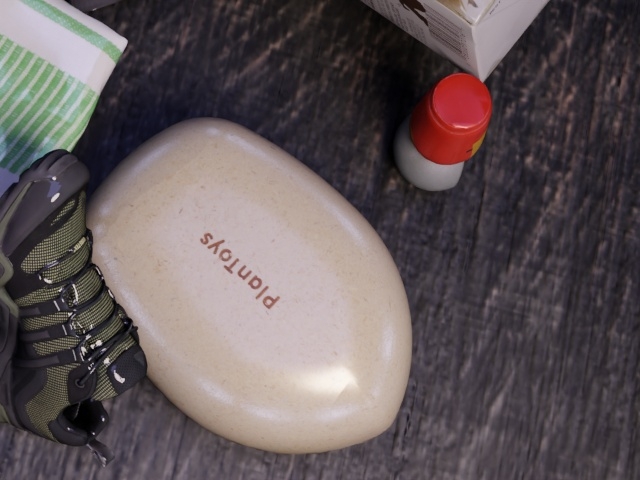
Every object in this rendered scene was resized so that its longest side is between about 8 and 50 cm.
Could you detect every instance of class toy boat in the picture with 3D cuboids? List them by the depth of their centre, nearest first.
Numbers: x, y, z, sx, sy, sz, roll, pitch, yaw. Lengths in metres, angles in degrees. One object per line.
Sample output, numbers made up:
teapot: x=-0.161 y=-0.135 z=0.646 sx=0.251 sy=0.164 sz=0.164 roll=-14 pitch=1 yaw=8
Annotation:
toy boat: x=0.000 y=0.000 z=0.880 sx=0.318 sy=0.148 sz=0.267 roll=-40 pitch=84 yaw=-11

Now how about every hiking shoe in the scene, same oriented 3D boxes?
hiking shoe: x=-0.157 y=0.045 z=0.781 sx=0.114 sy=0.226 sz=0.086 roll=23 pitch=38 yaw=10

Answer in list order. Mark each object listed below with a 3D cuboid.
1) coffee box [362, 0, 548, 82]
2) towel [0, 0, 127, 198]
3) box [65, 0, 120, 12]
coffee box: x=0.045 y=-0.273 z=0.854 sx=0.297 sy=0.119 sz=0.168 roll=38 pitch=87 yaw=16
towel: x=-0.304 y=-0.064 z=0.775 sx=0.248 sy=0.038 sz=0.324 roll=32 pitch=71 yaw=-6
box: x=-0.183 y=-0.365 z=0.772 sx=0.097 sy=0.395 sz=0.318 roll=-22 pitch=84 yaw=-12
